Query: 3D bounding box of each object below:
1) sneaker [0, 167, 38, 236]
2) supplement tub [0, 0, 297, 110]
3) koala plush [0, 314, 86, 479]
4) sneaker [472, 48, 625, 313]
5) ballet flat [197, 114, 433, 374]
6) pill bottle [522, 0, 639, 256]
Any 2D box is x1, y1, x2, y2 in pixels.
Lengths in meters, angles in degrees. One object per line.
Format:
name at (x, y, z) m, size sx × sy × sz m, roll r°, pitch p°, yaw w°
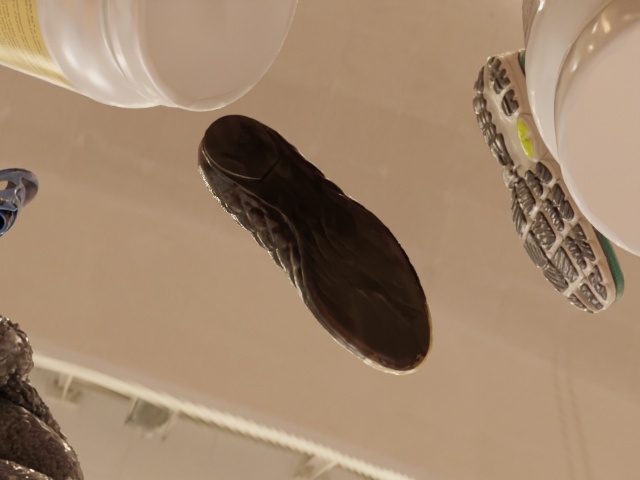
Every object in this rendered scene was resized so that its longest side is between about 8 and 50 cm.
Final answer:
sneaker at (-0.324, -0.031, 1.467) m, size 0.059 × 0.053 × 0.144 m, roll 29°, pitch -151°, yaw 17°
supplement tub at (-0.208, -0.254, 1.295) m, size 0.331 × 0.241 × 0.241 m, roll 21°, pitch -119°, yaw 33°
koala plush at (-0.205, 0.182, 0.917) m, size 0.196 × 0.221 × 0.203 m, roll -40°, pitch -65°, yaw -16°
sneaker at (0.240, -0.066, 1.398) m, size 0.110 × 0.107 × 0.275 m, roll -10°, pitch -109°, yaw -20°
ballet flat at (0.000, 0.000, 0.753) m, size 0.057 × 0.049 × 0.173 m, roll -38°, pitch -110°, yaw -6°
pill bottle at (0.238, -0.142, 0.982) m, size 0.204 × 0.204 × 0.361 m, roll 23°, pitch -152°, yaw -5°
